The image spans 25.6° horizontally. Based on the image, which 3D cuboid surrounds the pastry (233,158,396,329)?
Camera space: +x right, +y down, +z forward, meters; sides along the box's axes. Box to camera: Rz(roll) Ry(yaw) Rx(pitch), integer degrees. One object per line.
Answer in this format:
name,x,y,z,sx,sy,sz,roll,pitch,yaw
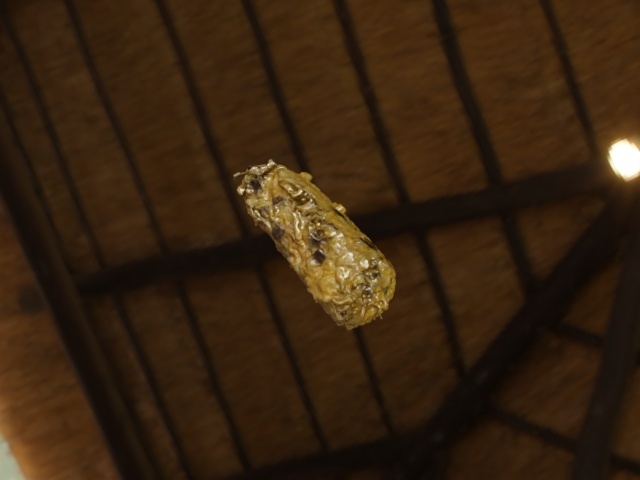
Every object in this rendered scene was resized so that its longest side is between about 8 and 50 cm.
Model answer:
pastry,0.000,0.000,0.923,0.140,0.056,0.080,53,12,31
